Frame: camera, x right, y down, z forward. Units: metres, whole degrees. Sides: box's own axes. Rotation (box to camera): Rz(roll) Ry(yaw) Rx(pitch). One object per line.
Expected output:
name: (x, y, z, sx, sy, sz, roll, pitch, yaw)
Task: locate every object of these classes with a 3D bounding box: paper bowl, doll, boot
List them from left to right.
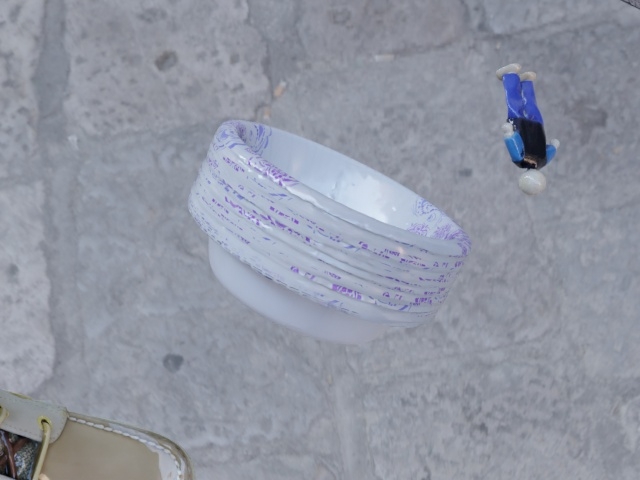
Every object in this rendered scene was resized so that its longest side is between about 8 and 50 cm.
boot: (-0.151, 0.083, 0.387, 0.213, 0.165, 0.077, 11, 60, -10)
paper bowl: (0.000, 0.000, 0.936, 0.284, 0.284, 0.148, 30, 105, 20)
doll: (0.295, -0.153, 1.293, 0.046, 0.129, 0.189, -24, 61, 43)

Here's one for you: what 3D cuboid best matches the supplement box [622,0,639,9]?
supplement box: (0.098, -0.175, 0.343, 0.130, 0.239, 0.073, 34, 94, 24)
